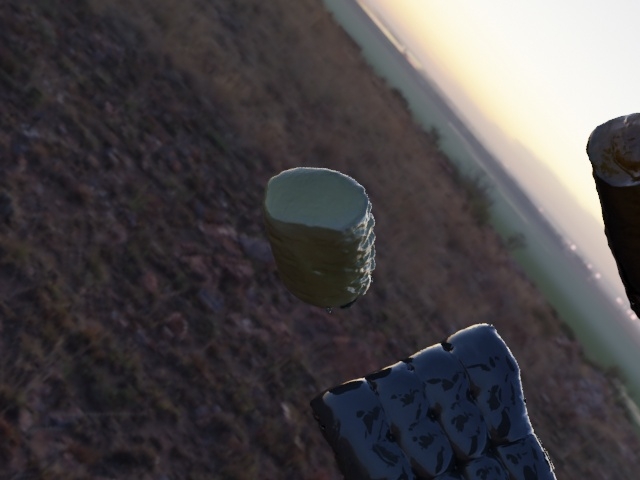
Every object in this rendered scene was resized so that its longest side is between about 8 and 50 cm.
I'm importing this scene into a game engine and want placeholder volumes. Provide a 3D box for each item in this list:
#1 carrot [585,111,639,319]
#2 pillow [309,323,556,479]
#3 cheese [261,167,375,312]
[{"bbox_3d":[0.254,-0.008,0.723,0.173,0.082,0.082,61,4,-30],"label":"carrot"},{"bbox_3d":[0.153,0.272,1.019,0.326,0.228,0.101,64,-18,14],"label":"pillow"},{"bbox_3d":[0.000,0.000,1.097,0.123,0.093,0.167,17,-30,15],"label":"cheese"}]
